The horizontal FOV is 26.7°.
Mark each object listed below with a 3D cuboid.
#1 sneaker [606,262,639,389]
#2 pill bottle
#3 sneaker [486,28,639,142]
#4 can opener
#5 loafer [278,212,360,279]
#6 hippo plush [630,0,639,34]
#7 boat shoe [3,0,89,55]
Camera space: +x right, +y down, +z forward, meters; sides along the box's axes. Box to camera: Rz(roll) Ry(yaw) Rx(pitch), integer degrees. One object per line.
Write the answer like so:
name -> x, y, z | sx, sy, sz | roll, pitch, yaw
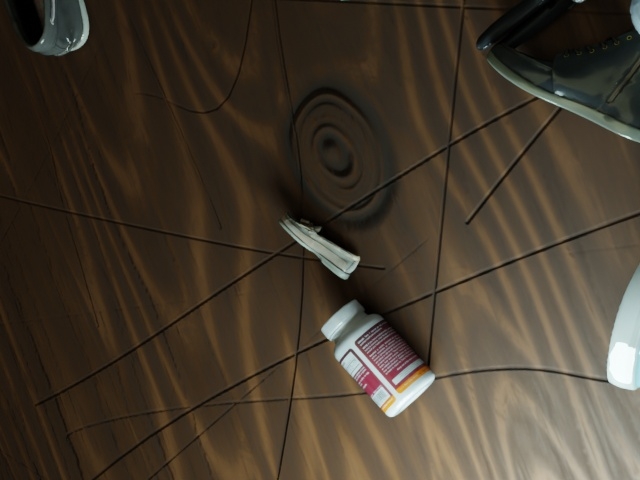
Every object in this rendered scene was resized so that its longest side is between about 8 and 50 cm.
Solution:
sneaker -> 0.453, 0.038, 1.541 | 0.150, 0.135, 0.366 | 32, 116, 23
pill bottle -> 0.075, 0.155, 1.809 | 0.152, 0.086, 0.086 | 48, 119, 12
sneaker -> 0.315, -0.213, 1.604 | 0.222, 0.083, 0.118 | 28, 104, 17
can opener -> 0.266, -0.283, 1.629 | 0.059, 0.073, 0.186 | 29, 125, -22
loafer -> 0.000, 0.000, 1.846 | 0.125, 0.045, 0.039 | 41, 101, 8
hippo plush -> 0.400, -0.350, 1.477 | 0.236, 0.234, 0.294 | 43, 127, -15
boat shoe -> -0.432, -0.431, 1.956 | 0.112, 0.095, 0.335 | -19, 92, 31
